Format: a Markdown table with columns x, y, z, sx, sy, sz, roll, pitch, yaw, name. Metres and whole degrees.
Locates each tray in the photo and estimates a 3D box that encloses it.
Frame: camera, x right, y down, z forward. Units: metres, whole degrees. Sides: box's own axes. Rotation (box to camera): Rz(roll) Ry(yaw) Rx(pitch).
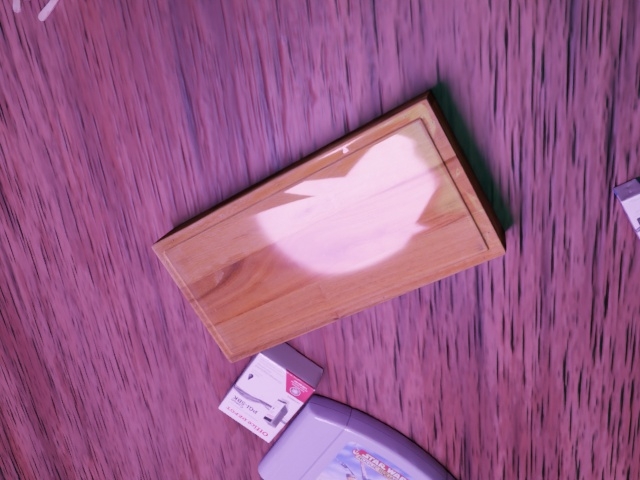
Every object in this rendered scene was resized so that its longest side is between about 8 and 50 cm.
| x | y | z | sx | sy | sz | roll | pitch | yaw | name |
| --- | --- | --- | --- | --- | --- | --- | --- | --- | --- |
| 0.000 | 0.000 | 0.759 | 0.411 | 0.076 | 0.202 | -25 | 104 | 24 | tray |

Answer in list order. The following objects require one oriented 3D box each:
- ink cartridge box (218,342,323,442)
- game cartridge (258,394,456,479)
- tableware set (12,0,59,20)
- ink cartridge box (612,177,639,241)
| x | y | z | sx | sy | sz | roll | pitch | yaw | name |
| --- | --- | --- | --- | --- | --- | --- | --- | --- | --- |
| -0.076 | 0.223 | 0.883 | 0.099 | 0.056 | 0.135 | 35 | 116 | -2 | ink cartridge box |
| 0.070 | 0.374 | 0.912 | 0.297 | 0.062 | 0.198 | 33 | 121 | 0 | game cartridge |
| -0.343 | -0.374 | 0.709 | 0.194 | 0.039 | 0.128 | -39 | 98 | 26 | tableware set |
| 0.364 | -0.023 | 0.662 | 0.028 | 0.048 | 0.083 | -27 | 104 | 24 | ink cartridge box |
